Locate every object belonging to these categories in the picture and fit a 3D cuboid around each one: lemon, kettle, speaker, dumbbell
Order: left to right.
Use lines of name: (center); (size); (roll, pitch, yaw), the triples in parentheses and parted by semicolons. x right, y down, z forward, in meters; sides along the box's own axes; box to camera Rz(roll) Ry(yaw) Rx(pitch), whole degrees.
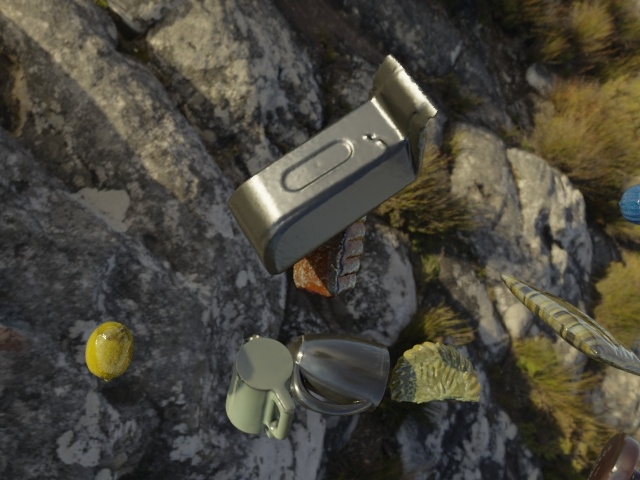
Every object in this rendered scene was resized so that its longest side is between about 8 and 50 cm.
lemon: (-0.373, 0.198, 0.995); (0.082, 0.082, 0.111); (4, 107, -43)
kettle: (-0.092, 0.233, 0.862); (0.098, 0.148, 0.127); (8, 49, -8)
speaker: (0.010, -0.127, 0.994); (0.180, 0.388, 0.184); (56, 1, 20)
kettle: (0.034, 0.387, 1.633); (0.290, 0.207, 0.268); (19, 37, -12)
dumbbell: (0.537, 0.412, 0.867); (0.124, 0.225, 0.140); (-2, 119, -64)

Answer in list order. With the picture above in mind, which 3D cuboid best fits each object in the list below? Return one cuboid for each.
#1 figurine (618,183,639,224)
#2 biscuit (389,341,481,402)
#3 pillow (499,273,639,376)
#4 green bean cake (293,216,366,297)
figurine: (0.591, -0.055, 0.967); (0.087, 0.149, 0.086); (-21, 103, -9)
biscuit: (0.344, 0.402, 1.714); (0.036, 0.273, 0.187); (73, 13, -72)
pillow: (0.420, 0.140, 0.929); (0.208, 0.052, 0.212); (24, 17, -39)
green bean cake: (0.000, 0.000, 1.256); (0.097, 0.198, 0.233); (-8, 106, -54)
